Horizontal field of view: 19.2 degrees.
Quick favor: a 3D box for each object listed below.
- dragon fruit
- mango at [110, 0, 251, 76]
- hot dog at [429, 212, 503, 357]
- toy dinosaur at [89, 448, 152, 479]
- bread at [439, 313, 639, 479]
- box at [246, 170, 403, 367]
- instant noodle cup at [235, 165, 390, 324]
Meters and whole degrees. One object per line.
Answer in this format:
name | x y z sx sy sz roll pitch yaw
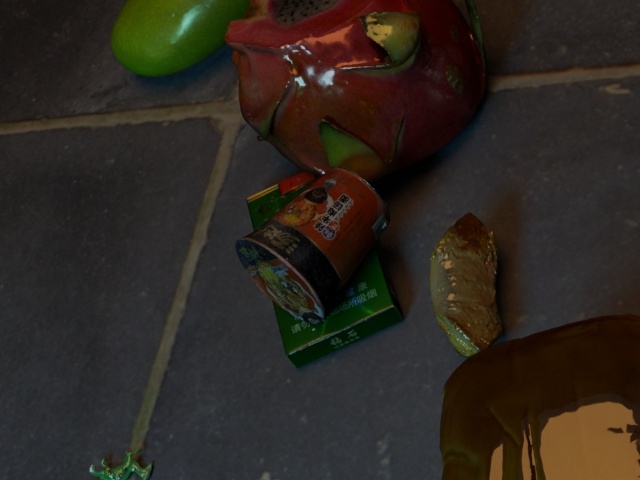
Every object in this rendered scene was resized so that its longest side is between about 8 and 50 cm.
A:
dragon fruit | 0.030 -0.220 2.091 0.290 0.189 0.291 -11 44 11
mango | -0.144 -0.321 2.326 0.293 0.143 0.175 -48 46 4
hot dog | 0.145 0.054 1.932 0.078 0.061 0.169 11 55 -13
toy dinosaur | -0.218 0.257 2.024 0.062 0.021 0.083 26 71 26
bread | 0.235 0.207 1.641 0.250 0.225 0.279 -15 55 22
box | 0.002 0.018 2.060 0.132 0.034 0.235 -25 48 11
instant noodle cup | -0.001 -0.002 1.981 0.127 0.127 0.136 27 65 40
